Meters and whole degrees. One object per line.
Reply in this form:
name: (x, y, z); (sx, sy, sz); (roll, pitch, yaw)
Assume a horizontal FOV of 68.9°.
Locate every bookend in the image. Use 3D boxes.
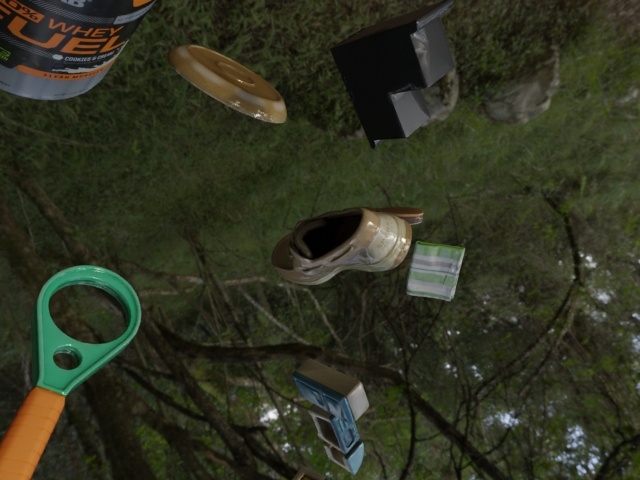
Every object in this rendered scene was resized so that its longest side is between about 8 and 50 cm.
bookend: (0.114, -0.211, 0.621); (0.072, 0.156, 0.157); (-41, -152, -25)

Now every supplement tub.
supplement tub: (-0.265, -0.289, 0.467); (0.194, 0.193, 0.316); (-16, 179, -41)

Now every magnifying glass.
magnifying glass: (-0.215, 0.107, 0.387); (0.092, 0.230, 0.026); (31, 123, -23)

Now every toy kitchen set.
toy kitchen set: (-0.004, 0.330, 0.732); (0.166, 0.207, 0.122); (-36, -152, -34)

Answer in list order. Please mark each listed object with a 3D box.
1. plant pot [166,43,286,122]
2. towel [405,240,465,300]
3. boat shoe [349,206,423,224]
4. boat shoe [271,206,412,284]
plant pot: (-0.160, -0.292, 0.850); (0.236, 0.236, 0.032); (-6, 135, -55)
towel: (0.261, 0.073, 1.071); (0.113, 0.023, 0.151); (7, 127, 6)
boat shoe: (0.182, -0.056, 1.307); (0.207, 0.073, 0.073); (1, -160, 8)
boat shoe: (0.000, 0.000, 0.817); (0.110, 0.121, 0.341); (24, 156, -32)
